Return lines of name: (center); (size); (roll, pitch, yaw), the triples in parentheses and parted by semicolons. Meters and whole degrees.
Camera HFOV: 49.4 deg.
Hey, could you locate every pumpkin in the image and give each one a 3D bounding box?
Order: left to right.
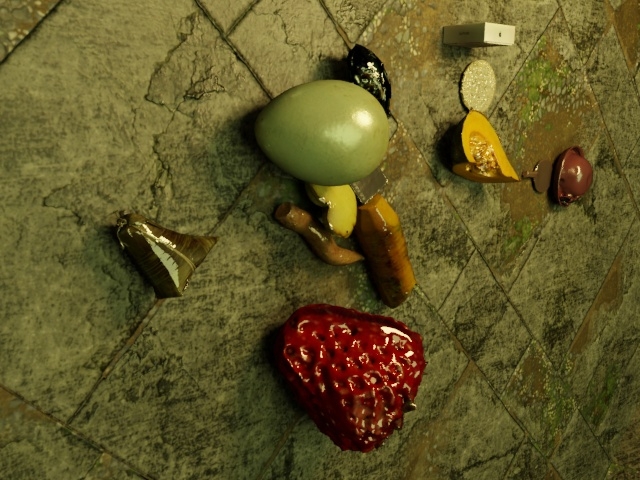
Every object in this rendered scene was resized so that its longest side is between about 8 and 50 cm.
pumpkin: (0.429, -0.255, 1.901); (0.279, 0.111, 0.163); (13, 74, -42)

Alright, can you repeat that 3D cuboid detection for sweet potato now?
sweet potato: (0.000, 0.000, 1.576); (0.281, 0.059, 0.067); (42, 52, -41)

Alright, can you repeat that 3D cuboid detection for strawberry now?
strawberry: (0.049, 0.287, 1.575); (0.345, 0.295, 0.317); (33, 93, -8)

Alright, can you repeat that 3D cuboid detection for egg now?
egg: (0.003, -0.222, 1.427); (0.296, 0.218, 0.218); (3, 97, -31)

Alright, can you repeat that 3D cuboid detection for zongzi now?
zongzi: (-0.286, -0.013, 1.308); (0.184, 0.084, 0.187); (-55, 126, -38)

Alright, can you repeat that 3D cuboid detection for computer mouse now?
computer mouse: (0.120, -0.338, 1.566); (0.241, 0.078, 0.146); (68, 28, -44)

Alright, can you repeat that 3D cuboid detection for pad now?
pad: (0.090, -0.173, 1.617); (0.112, 0.003, 0.157); (-44, 106, -36)

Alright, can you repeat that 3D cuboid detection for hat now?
hat: (0.829, -0.206, 2.259); (0.205, 0.089, 0.205); (-17, 113, -47)

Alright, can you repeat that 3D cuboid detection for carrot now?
carrot: (0.159, 0.028, 1.695); (0.114, 0.114, 0.301); (-41, 124, -29)

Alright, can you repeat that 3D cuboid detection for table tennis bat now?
table tennis bat: (0.721, -0.198, 2.154); (0.170, 0.119, 0.107); (-2, 100, -44)

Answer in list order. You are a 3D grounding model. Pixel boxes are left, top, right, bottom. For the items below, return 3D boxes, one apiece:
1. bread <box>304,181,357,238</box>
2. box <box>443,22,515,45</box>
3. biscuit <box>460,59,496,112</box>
bread: (0.013, -0.083, 1.542); (0.149, 0.065, 0.187); (35, 42, -34)
box: (0.408, -0.527, 1.789); (0.129, 0.130, 0.051); (-9, 104, -41)
biscuit: (0.433, -0.421, 1.910); (0.152, 0.020, 0.152); (-11, 107, -39)
